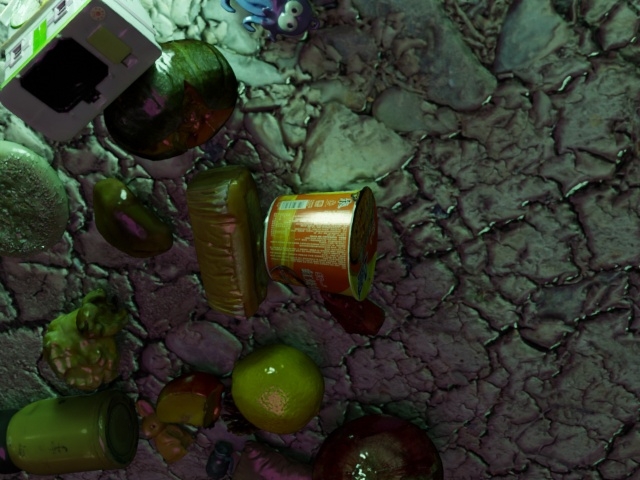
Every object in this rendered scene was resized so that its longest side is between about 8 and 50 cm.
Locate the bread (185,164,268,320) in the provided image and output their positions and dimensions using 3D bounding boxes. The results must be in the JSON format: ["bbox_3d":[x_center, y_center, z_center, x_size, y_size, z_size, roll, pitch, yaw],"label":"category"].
[{"bbox_3d":[-0.169,0.002,1.691,0.119,0.152,0.288,0,117,15],"label":"bread"}]

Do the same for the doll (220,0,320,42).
[{"bbox_3d":[-0.095,-0.400,1.516,0.206,0.067,0.109,23,110,7],"label":"doll"}]

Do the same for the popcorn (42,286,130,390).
[{"bbox_3d":[-0.472,0.209,1.838,0.195,0.174,0.168,-41,73,25],"label":"popcorn"}]

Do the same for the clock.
[{"bbox_3d":[-0.402,-0.346,1.458,0.235,0.309,0.166,-38,129,17],"label":"clock"}]

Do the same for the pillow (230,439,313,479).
[{"bbox_3d":[-0.098,0.564,2.018,0.236,0.084,0.223,20,120,-1],"label":"pillow"}]

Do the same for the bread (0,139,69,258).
[{"bbox_3d":[-0.626,-0.074,1.779,0.267,0.040,0.266,3,119,6],"label":"bread"}]

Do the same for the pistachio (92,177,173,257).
[{"bbox_3d":[-0.371,-0.032,1.729,0.110,0.100,0.189,-37,109,19],"label":"pistachio"}]

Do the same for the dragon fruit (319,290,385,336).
[{"bbox_3d":[0.058,0.140,1.780,0.097,0.063,0.131,-33,109,22],"label":"dragon fruit"}]

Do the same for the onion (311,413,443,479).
[{"bbox_3d":[0.118,0.491,1.855,0.276,0.276,0.276,3,118,6],"label":"onion"}]

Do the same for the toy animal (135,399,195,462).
[{"bbox_3d":[-0.361,0.420,1.992,0.083,0.070,0.159,-36,103,25],"label":"toy animal"}]

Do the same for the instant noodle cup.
[{"bbox_3d":[0.000,0.000,1.646,0.174,0.213,0.213,4,119,16],"label":"instant noodle cup"}]

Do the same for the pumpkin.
[{"bbox_3d":[-0.258,-0.243,1.536,0.238,0.238,0.159,-38,75,24],"label":"pumpkin"}]

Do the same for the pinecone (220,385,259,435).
[{"bbox_3d":[-0.166,0.358,1.918,0.102,0.102,0.109,-18,90,17],"label":"pinecone"}]

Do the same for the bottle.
[{"bbox_3d":[-0.589,0.427,1.973,0.351,0.171,0.171,-8,116,15],"label":"bottle"}]

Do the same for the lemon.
[{"bbox_3d":[-0.088,0.297,1.823,0.203,0.178,0.178,31,119,6],"label":"lemon"}]

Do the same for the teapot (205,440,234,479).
[{"bbox_3d":[-0.226,0.498,2.013,0.049,0.063,0.083,9,120,-19],"label":"teapot"}]

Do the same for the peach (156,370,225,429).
[{"bbox_3d":[-0.276,0.335,1.904,0.151,0.151,0.118,9,74,2],"label":"peach"}]
